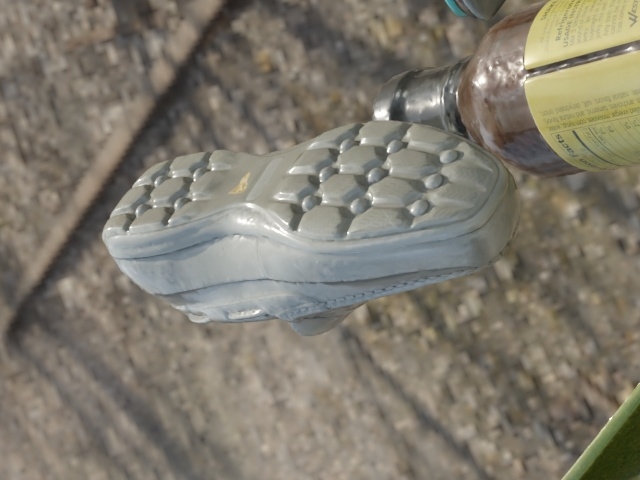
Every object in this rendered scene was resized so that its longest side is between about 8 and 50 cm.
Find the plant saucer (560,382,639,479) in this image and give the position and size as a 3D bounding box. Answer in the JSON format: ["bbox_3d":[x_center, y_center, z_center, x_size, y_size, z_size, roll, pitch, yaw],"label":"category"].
[{"bbox_3d":[0.227,0.112,0.793,0.188,0.045,0.188,39,124,12],"label":"plant saucer"}]

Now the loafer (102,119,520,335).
[{"bbox_3d":[0.000,0.000,1.082,0.319,0.112,0.111,-1,136,47],"label":"loafer"}]

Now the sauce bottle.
[{"bbox_3d":[0.165,-0.096,1.025,0.344,0.111,0.111,-7,102,51],"label":"sauce bottle"}]

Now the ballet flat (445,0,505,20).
[{"bbox_3d":[0.086,-0.183,0.790,0.072,0.068,0.213,55,-152,-37],"label":"ballet flat"}]
